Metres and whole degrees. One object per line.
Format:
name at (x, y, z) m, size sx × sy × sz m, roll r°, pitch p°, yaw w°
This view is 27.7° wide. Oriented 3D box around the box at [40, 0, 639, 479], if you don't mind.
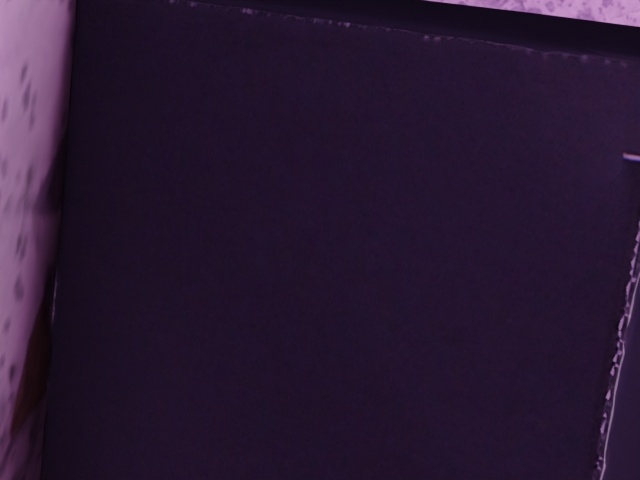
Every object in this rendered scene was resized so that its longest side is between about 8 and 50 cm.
box at (0.051, 0.064, 0.529) m, size 0.343 × 0.179 × 0.312 m, roll -22°, pitch 122°, yaw -67°
